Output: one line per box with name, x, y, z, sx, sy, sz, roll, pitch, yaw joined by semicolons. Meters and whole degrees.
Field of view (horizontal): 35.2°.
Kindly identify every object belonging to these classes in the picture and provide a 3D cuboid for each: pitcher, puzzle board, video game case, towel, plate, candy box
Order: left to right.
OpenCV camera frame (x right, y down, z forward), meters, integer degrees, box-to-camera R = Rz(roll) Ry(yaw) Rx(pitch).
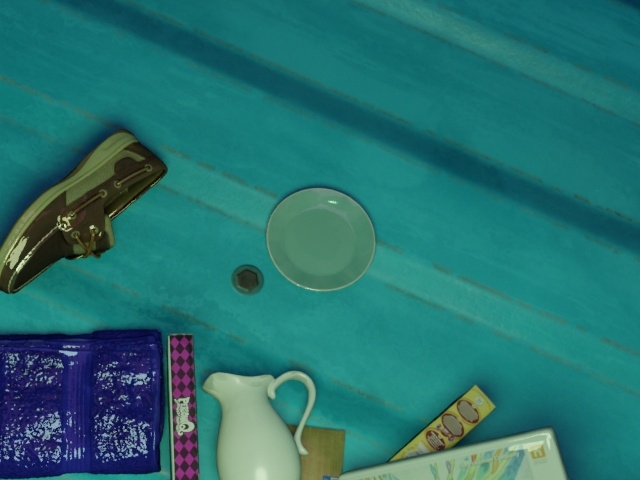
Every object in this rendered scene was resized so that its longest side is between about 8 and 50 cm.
towel;-0.394;0.245;1.539;0.308;0.076;0.227;-1;69;-9
video game case;-0.203;0.275;1.483;0.042;0.210;0.232;-2;69;-9
pitcher;-0.077;0.301;1.543;0.178;0.125;0.207;-9;60;-13
puzzle board;-0.014;0.358;1.586;0.096;0.011;0.128;8;69;-7
plate;0.000;0.000;1.716;0.188;0.024;0.188;3;70;-7
candy box;0.181;0.312;1.579;0.187;0.109;0.053;-39;79;-19
video game case;0.217;0.448;1.450;0.329;0.036;0.300;-17;86;19

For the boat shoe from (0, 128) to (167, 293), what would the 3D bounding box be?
boat shoe;-0.382;-0.030;1.624;0.123;0.123;0.342;37;63;8
